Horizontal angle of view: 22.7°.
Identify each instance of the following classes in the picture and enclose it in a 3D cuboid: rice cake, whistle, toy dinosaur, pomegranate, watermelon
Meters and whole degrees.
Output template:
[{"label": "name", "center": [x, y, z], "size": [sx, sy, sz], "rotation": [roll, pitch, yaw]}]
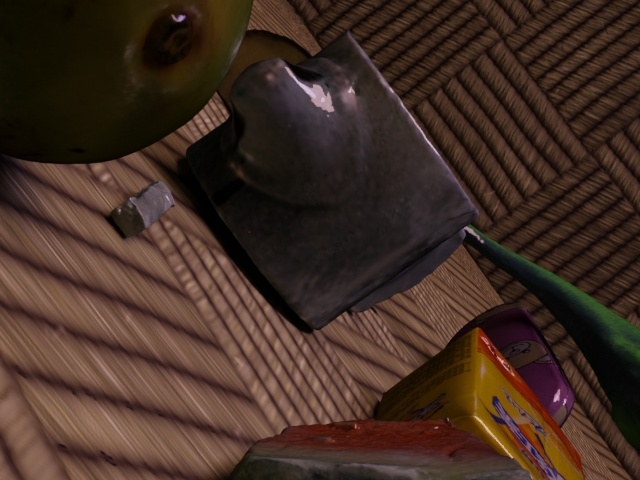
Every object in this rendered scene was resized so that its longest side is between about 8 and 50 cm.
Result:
[{"label": "rice cake", "center": [-0.112, -0.021, 1.021], "size": [0.022, 0.021, 0.121], "rotation": [62, 6, -6]}, {"label": "whistle", "center": [0.017, -0.044, 1.362], "size": [0.188, 0.168, 0.405], "rotation": [55, 3, 7]}, {"label": "toy dinosaur", "center": [0.291, 0.139, 1.526], "size": [0.500, 0.144, 0.374], "rotation": [34, 9, 7]}, {"label": "pomegranate", "center": [-0.153, -0.123, 0.824], "size": [0.190, 0.240, 0.159], "rotation": [-83, 176, -48]}, {"label": "watermelon", "center": [0.053, 0.168, 0.881], "size": [0.193, 0.139, 0.257], "rotation": [61, 0, 1]}]

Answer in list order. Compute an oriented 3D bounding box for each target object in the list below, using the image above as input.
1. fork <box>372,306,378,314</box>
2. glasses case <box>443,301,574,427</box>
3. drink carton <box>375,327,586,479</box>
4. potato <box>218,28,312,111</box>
[{"label": "fork", "center": [0.002, -0.001, 1.606], "size": [0.235, 0.021, 0.039], "rotation": [47, 13, -35]}, {"label": "glasses case", "center": [0.190, 0.146, 1.671], "size": [0.076, 0.123, 0.316], "rotation": [49, 9, -13]}, {"label": "drink carton", "center": [0.117, 0.175, 1.176], "size": [0.154, 0.111, 0.351], "rotation": [52, 9, -1]}, {"label": "potato", "center": [0.012, -0.096, 1.786], "size": [0.255, 0.112, 0.269], "rotation": [44, 13, -52]}]
